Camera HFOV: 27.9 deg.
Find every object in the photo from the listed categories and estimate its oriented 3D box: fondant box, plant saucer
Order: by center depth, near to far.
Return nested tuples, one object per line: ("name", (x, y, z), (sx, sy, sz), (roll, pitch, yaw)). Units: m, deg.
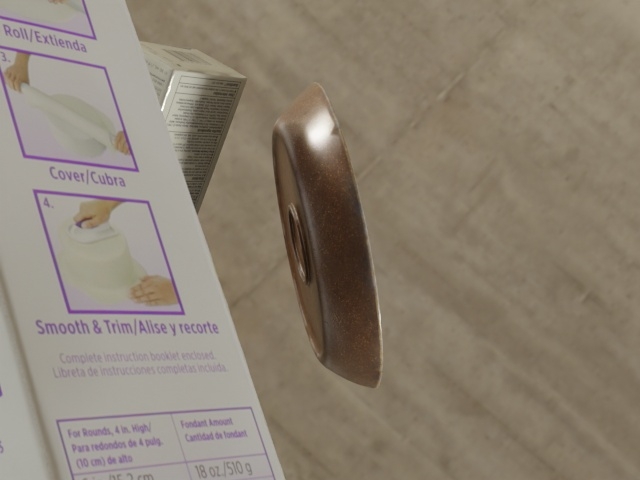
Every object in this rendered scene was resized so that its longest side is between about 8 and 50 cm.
("fondant box", (-0.151, 0.032, 0.462), (0.238, 0.096, 0.330), (-34, -113, 35))
("plant saucer", (0.000, 0.000, 0.698), (0.168, 0.029, 0.168), (169, -90, -82))

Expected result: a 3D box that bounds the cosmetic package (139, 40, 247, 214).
("cosmetic package", (-0.087, -0.041, 0.661), (0.041, 0.060, 0.115), (32, -72, 30))
